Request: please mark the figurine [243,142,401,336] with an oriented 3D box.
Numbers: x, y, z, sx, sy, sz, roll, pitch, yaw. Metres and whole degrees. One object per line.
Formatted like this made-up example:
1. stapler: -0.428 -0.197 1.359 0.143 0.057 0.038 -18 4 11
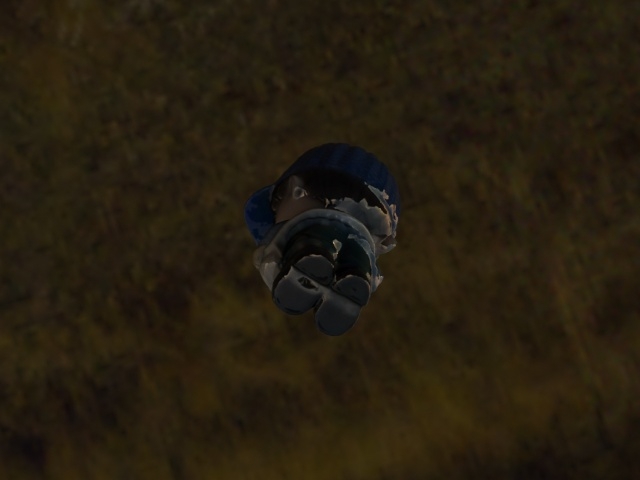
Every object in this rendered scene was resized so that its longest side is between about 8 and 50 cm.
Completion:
1. figurine: 0.005 -0.007 0.861 0.079 0.077 0.136 -60 -171 9
